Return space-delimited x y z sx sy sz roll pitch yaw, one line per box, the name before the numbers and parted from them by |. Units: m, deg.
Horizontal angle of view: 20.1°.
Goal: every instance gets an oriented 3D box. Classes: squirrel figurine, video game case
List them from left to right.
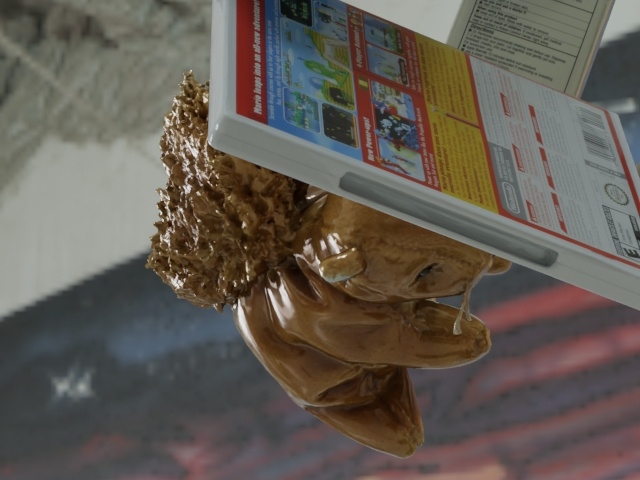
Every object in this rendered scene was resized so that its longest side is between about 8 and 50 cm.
squirrel figurine | 0.000 0.000 1.800 0.397 0.281 0.370 24 -15 2
video game case | 0.068 -0.067 1.082 0.285 0.204 0.025 21 -59 -16

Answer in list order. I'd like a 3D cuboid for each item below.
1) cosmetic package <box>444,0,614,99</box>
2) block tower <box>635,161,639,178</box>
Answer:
cosmetic package | 0.202 -0.172 1.896 0.153 0.296 0.129 21 -14 9
block tower | 0.447 0.021 1.898 0.097 0.335 0.091 -39 -38 12
